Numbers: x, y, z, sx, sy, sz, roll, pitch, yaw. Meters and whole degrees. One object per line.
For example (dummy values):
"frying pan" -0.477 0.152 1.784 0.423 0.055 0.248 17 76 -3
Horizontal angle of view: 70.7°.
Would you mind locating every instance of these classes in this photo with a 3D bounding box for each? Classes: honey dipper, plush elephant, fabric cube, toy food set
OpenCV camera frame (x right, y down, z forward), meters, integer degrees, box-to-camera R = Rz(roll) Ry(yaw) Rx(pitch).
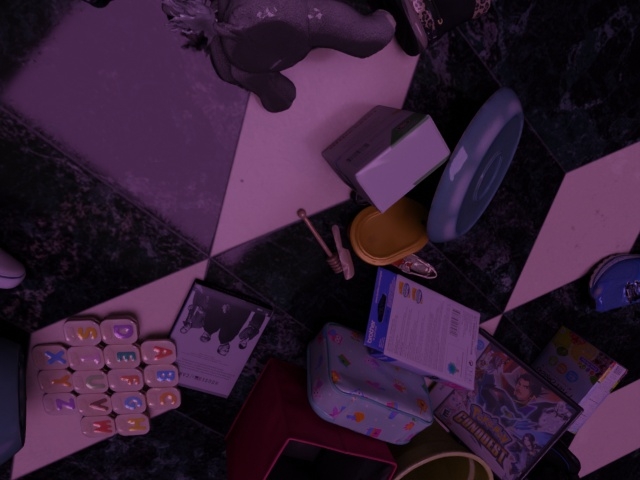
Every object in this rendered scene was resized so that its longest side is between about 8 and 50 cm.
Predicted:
"honey dipper" 0.000 0.000 0.949 0.030 0.030 0.160 -35 110 0
"plush elephant" -0.100 -0.387 0.682 0.330 0.272 0.255 2 71 -48
"fabric cube" -0.037 0.461 0.981 0.259 0.258 0.254 24 101 -21
"toy food set" 0.125 -0.013 0.960 0.218 0.071 0.128 -22 90 -8

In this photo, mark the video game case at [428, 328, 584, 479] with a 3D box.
"video game case" 0.423 0.396 1.083 0.248 0.275 0.035 -54 147 8

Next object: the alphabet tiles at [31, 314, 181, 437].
"alphabet tiles" -0.434 0.284 0.924 0.278 0.021 0.284 -1 109 -6

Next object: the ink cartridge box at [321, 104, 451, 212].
"ink cartridge box" 0.109 -0.157 0.818 0.154 0.212 0.093 -40 117 1

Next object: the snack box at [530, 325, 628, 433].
"snack box" 0.638 0.353 1.159 0.070 0.174 0.207 28 100 -21

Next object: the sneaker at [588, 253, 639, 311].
"sneaker" 0.830 0.098 1.131 0.330 0.147 0.130 -22 113 -5

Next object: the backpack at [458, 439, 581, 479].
"backpack" 0.489 0.563 1.166 0.213 0.276 0.263 20 113 -43

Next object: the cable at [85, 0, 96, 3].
"cable" -0.354 -0.461 0.684 0.150 0.047 0.184 -9 109 -16

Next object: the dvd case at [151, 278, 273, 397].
"dvd case" -0.232 0.216 0.965 0.179 0.029 0.238 24 103 -21

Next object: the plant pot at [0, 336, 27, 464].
"plant pot" -0.638 0.282 0.758 0.235 0.293 0.293 -4 111 -30

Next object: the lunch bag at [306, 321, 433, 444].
"lunch bag" 0.105 0.304 0.983 0.279 0.224 0.108 26 116 -21

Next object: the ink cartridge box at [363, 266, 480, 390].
"ink cartridge box" 0.223 0.200 1.009 0.311 0.065 0.186 27 62 -23

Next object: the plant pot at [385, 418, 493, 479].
"plant pot" 0.215 0.515 1.067 0.276 0.254 0.276 -5 112 -13

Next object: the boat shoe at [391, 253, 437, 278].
"boat shoe" 0.199 0.051 1.008 0.137 0.043 0.049 22 105 -19

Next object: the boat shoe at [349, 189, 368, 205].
"boat shoe" 0.124 -0.114 0.930 0.133 0.042 0.049 -31 112 -3

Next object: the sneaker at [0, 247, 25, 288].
"sneaker" -0.604 -0.020 0.748 0.091 0.094 0.258 -44 113 9

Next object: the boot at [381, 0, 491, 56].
"boot" 0.192 -0.475 0.798 0.178 0.085 0.236 -29 110 -10

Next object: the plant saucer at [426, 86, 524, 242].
"plant saucer" 0.305 -0.128 0.860 0.317 0.044 0.317 -40 147 -33
